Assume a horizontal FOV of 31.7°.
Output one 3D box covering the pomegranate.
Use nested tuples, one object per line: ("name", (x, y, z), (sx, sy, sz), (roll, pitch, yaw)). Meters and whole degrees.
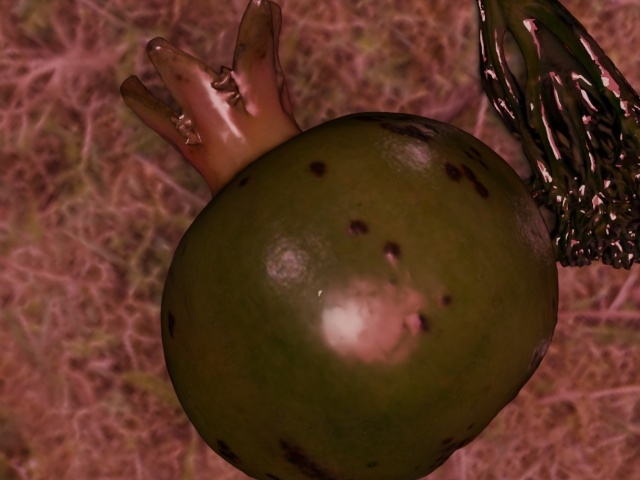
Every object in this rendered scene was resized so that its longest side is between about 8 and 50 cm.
("pomegranate", (0.000, 0.000, 0.509), (0.181, 0.181, 0.224), (-32, 80, -3))

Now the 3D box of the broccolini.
("broccolini", (0.123, -0.082, 0.571), (0.068, 0.091, 0.203), (-17, 87, -48))
